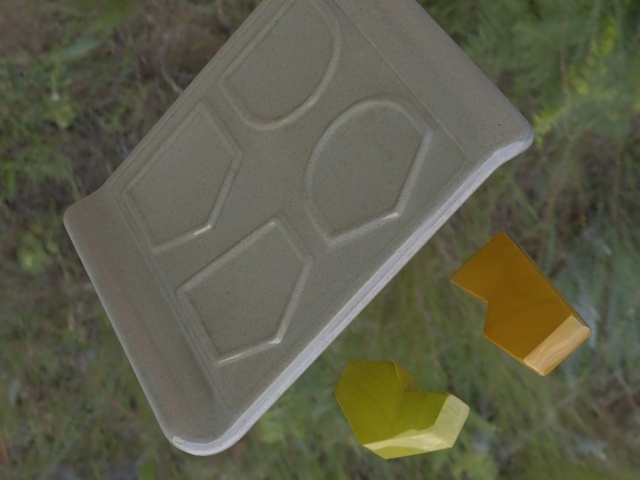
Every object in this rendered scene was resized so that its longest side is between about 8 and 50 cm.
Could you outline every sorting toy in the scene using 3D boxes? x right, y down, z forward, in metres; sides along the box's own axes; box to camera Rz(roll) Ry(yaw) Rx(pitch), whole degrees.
[{"bbox_3d":[0.000,0.000,0.743,0.229,0.307,0.041,-44,135,10],"label":"sorting toy"}]
